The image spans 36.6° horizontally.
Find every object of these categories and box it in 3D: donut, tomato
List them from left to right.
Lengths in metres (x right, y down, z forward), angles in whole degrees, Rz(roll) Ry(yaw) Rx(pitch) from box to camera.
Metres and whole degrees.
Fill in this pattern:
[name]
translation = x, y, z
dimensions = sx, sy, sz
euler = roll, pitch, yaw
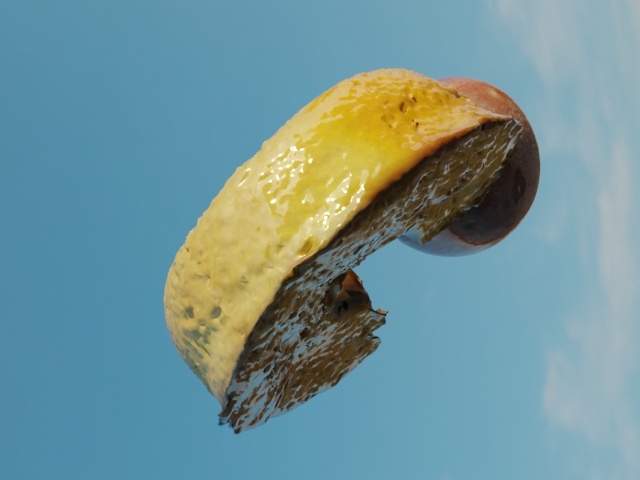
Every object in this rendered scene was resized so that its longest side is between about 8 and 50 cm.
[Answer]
[donut]
translation = 0.000, 0.000, 1.029
dimensions = 0.163, 0.435, 0.377
euler = 43, -155, 19
[tomato]
translation = 0.195, -0.100, 1.430
dimensions = 0.227, 0.270, 0.270
euler = -100, -14, -63
